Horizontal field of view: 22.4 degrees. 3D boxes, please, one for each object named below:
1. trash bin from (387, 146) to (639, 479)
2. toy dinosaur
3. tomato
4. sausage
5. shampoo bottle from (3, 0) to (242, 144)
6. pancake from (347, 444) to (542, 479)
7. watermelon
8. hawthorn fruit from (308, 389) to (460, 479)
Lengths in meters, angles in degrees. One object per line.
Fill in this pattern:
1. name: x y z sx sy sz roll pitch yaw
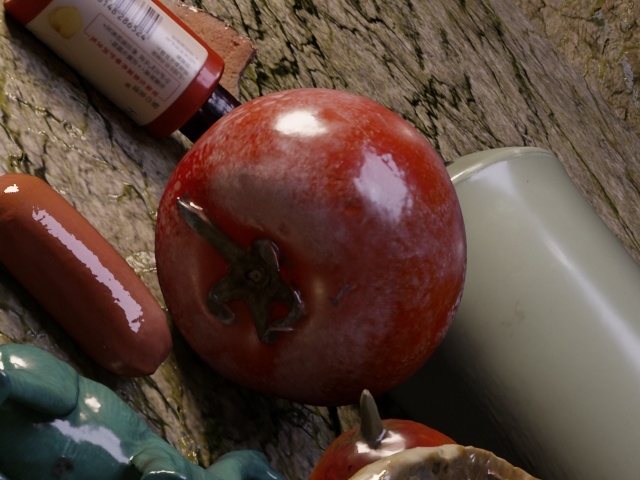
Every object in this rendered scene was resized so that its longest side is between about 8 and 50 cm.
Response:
1. trash bin: 0.208 0.117 1.519 0.432 0.280 0.280 52 22 25
2. toy dinosaur: -0.175 0.126 1.131 0.383 0.129 0.331 36 8 -11
3. tomato: 0.000 0.000 1.360 0.270 0.270 0.227 53 40 7
4. sausage: -0.190 0.027 1.250 0.194 0.077 0.077 48 23 -3
5. shampoo bottle: -0.167 -0.172 1.555 0.278 0.104 0.104 41 24 -19
6. pancake: 0.073 0.316 1.047 0.387 0.082 0.387 -3 94 -45
7. watermelon: -0.127 -0.211 1.748 0.155 0.080 0.101 34 13 3
8. hawthorn fruit: 0.061 0.221 1.203 0.199 0.199 0.251 -78 153 -62
